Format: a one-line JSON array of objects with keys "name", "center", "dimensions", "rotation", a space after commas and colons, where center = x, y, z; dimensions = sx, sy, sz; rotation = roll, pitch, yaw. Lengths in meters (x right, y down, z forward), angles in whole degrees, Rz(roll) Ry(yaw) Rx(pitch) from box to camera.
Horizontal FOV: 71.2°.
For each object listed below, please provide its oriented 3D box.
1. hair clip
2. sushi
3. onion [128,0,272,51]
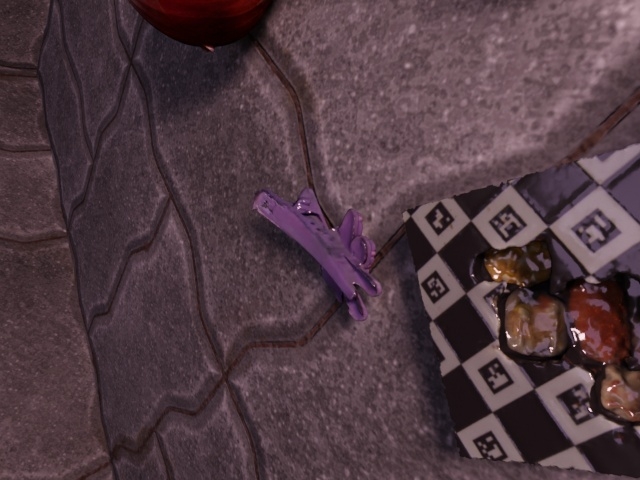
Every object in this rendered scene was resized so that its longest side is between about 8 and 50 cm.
[{"name": "hair clip", "center": [0.008, -0.003, 0.692], "dimensions": [0.278, 0.090, 0.137], "rotation": [44, 123, 31]}, {"name": "sushi", "center": [0.239, 0.074, 0.451], "dimensions": [0.292, 0.059, 0.293], "rotation": [-18, 79, 46]}, {"name": "onion", "center": [-0.209, -0.486, 0.737], "dimensions": [0.341, 0.341, 0.341], "rotation": [3, 95, 48]}]
